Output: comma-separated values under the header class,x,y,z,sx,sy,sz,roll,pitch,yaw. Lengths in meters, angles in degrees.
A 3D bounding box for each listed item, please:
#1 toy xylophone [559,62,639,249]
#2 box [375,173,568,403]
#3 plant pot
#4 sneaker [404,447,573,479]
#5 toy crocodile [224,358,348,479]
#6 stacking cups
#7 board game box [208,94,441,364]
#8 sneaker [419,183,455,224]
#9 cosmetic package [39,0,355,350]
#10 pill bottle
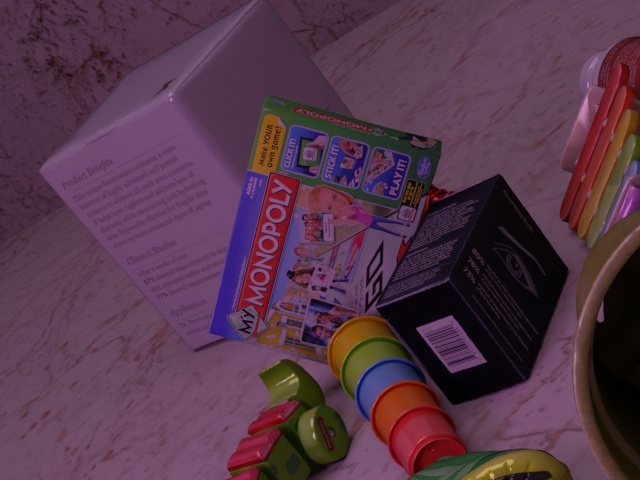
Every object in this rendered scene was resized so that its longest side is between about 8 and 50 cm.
class,x,y,z,sx,sy,sz,roll,pitch,yaw
toy xylophone,0.349,-0.096,1.440,0.322,0.081,0.236,-87,13,-73
box,0.174,0.052,1.445,0.108,0.153,0.207,-24,21,38
plant pot,0.314,0.068,1.019,0.276,0.276,0.254,-36,7,5
sneaker,0.093,0.264,1.168,0.296,0.109,0.123,-20,-5,17
toy crocodile,-0.061,0.264,1.448,0.115,0.105,0.340,-26,22,32
stacking cups,0.092,0.180,1.417,0.096,0.096,0.316,-38,23,-1
board game box,0.000,0.000,1.557,0.046,0.214,0.317,-78,3,-62
sneaker,0.147,-0.050,1.779,0.087,0.128,0.221,-48,20,-28
cosmetic package,-0.150,-0.103,2.047,0.329,0.393,0.327,-22,24,39
pill bottle,0.423,-0.200,1.633,0.121,0.121,0.216,-41,19,-10
